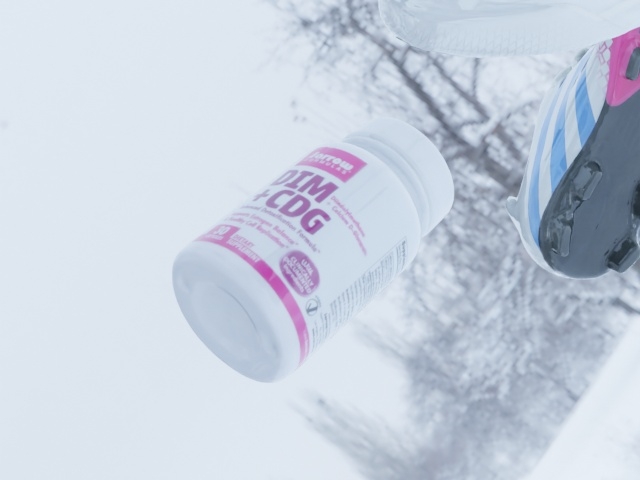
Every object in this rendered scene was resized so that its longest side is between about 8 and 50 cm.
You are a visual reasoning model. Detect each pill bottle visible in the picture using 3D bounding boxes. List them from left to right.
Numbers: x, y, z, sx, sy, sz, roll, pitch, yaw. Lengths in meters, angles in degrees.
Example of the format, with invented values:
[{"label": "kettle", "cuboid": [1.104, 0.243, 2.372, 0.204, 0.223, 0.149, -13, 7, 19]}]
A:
[{"label": "pill bottle", "cuboid": [0.000, 0.000, 1.193, 0.283, 0.160, 0.160, -40, -17, -33]}]

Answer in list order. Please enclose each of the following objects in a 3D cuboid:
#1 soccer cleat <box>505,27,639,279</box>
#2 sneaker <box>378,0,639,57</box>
[{"label": "soccer cleat", "cuboid": [0.232, -0.131, 0.885, 0.331, 0.116, 0.143, -64, 22, 16]}, {"label": "sneaker", "cuboid": [0.118, -0.130, 0.413, 0.080, 0.212, 0.094, -89, -16, -52]}]
